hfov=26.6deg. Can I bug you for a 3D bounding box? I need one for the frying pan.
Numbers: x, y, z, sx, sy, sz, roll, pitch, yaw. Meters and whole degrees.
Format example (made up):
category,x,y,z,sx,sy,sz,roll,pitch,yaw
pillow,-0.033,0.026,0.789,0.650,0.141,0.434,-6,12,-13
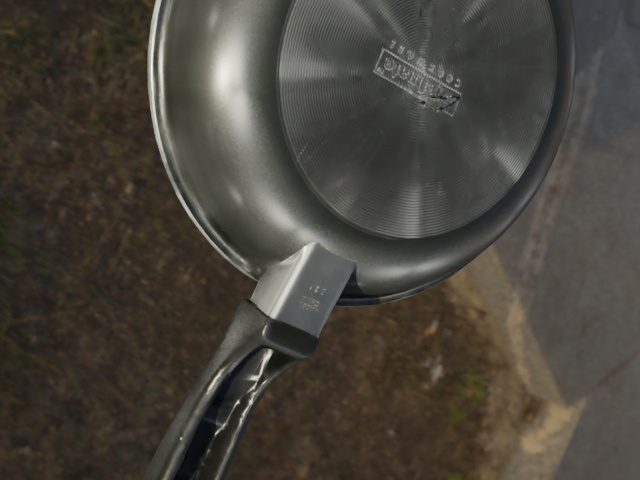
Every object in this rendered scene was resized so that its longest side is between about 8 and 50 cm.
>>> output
category,x,y,z,sx,sy,sz,roll,pitch,yaw
frying pan,-0.015,-0.022,0.517,0.326,0.053,0.197,-47,119,-15
